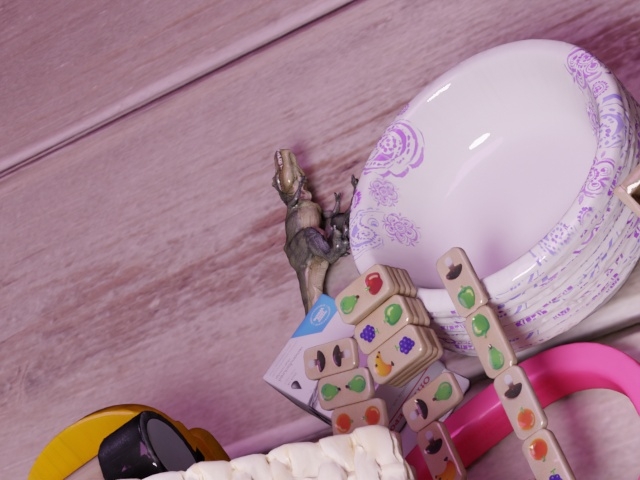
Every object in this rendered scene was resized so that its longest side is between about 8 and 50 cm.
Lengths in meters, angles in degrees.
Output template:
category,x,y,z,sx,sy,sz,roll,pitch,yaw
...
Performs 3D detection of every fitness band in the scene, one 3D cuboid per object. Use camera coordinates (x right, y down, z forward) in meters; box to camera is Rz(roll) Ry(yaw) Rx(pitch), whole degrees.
category,x,y,z,sx,sy,sz,roll,pitch,yaw
fitness band,0.166,0.208,1.513,0.291,0.054,0.209,-38,39,11

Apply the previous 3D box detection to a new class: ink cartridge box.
category,x,y,z,sx,sy,sz,roll,pitch,yaw
ink cartridge box,0.041,0.129,1.689,0.180,0.060,0.104,24,76,50

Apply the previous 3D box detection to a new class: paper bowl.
category,x,y,z,sx,sy,sz,roll,pitch,yaw
paper bowl,0.177,-0.027,1.623,0.284,0.148,0.284,-24,45,27

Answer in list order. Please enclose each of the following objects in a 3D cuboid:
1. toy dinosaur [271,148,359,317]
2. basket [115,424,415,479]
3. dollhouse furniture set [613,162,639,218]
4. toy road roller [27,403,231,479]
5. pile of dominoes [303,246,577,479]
category,x,y,z,sx,sy,sz,roll,pitch,yaw
toy dinosaur,0.000,0.000,1.838,0.118,0.064,0.268,-39,38,35
basket,-0.047,0.341,1.262,0.328,0.266,0.331,-12,43,-4
dollhouse furniture set,0.444,-0.026,1.375,0.286,0.198,0.303,-48,69,13
toy road roller,-0.123,0.295,1.596,0.202,0.329,0.240,-37,-1,13
pile of dominoes,0.080,0.143,1.493,0.196,0.040,0.251,-41,59,29
